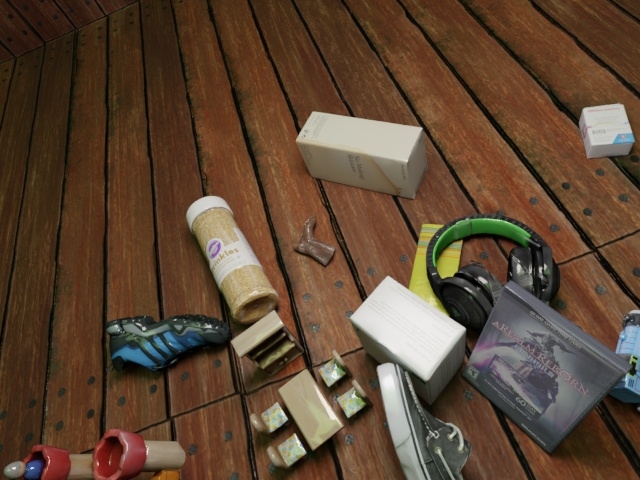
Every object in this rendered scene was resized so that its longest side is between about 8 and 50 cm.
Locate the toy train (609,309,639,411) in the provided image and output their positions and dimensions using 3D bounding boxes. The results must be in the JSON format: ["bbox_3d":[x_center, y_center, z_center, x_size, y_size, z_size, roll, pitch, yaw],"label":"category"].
[{"bbox_3d":[0.567,0.206,0.787,0.105,0.080,0.184,30,69,0],"label":"toy train"}]

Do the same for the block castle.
[{"bbox_3d":[-0.411,0.573,0.750,0.302,0.212,0.454,-19,60,24],"label":"block castle"}]

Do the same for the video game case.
[{"bbox_3d":[0.352,0.218,0.752,0.026,0.274,0.196,-29,52,-27],"label":"video game case"}]

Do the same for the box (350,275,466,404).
[{"bbox_3d":[0.173,0.195,0.874,0.181,0.182,0.119,35,72,32],"label":"box"}]

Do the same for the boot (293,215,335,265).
[{"bbox_3d":[0.000,0.000,1.140,0.114,0.037,0.107,22,81,32],"label":"boot"}]

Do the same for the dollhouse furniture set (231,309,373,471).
[{"bbox_3d":[-0.054,0.286,0.901,0.212,0.161,0.242,-36,55,-6],"label":"dollhouse furniture set"}]

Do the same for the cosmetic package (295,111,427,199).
[{"bbox_3d":[0.108,-0.224,1.174,0.309,0.160,0.113,17,66,27],"label":"cosmetic package"}]

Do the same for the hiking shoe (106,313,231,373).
[{"bbox_3d":[-0.358,0.248,1.079,0.303,0.113,0.132,-2,88,9],"label":"hiking shoe"}]

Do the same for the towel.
[{"bbox_3d":[0.261,0.067,1.027,0.102,0.021,0.237,5,61,25],"label":"towel"}]

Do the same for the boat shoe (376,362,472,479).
[{"bbox_3d":[0.196,0.359,0.761,0.119,0.121,0.336,-22,85,6],"label":"boat shoe"}]

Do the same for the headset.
[{"bbox_3d":[0.357,0.078,0.871,0.243,0.185,0.394,-19,47,-1],"label":"headset"}]

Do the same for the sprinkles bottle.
[{"bbox_3d":[-0.228,0.040,1.138,0.121,0.121,0.355,-33,55,-4],"label":"sprinkles bottle"}]

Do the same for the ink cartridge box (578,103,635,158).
[{"bbox_3d":[0.680,-0.261,1.078,0.088,0.052,0.123,-2,60,16],"label":"ink cartridge box"}]
